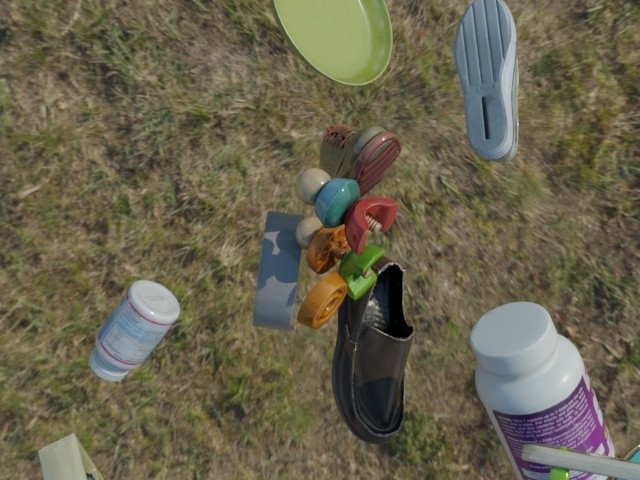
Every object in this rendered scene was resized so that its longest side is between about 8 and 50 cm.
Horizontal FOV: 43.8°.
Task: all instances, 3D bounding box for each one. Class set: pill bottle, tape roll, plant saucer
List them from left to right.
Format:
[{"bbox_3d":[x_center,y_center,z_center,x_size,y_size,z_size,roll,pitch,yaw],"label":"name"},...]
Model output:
[{"bbox_3d":[-0.296,0.145,1.248,0.087,0.087,0.160,38,113,-4],"label":"pill bottle"},{"bbox_3d":[-0.078,0.056,1.488,0.072,0.219,0.219,8,100,-2],"label":"tape roll"},{"bbox_3d":[0.011,-0.338,1.181,0.037,0.241,0.241,-19,101,47],"label":"plant saucer"},{"bbox_3d":[0.343,0.249,1.251,0.169,0.169,0.302,-24,117,6],"label":"pill bottle"}]

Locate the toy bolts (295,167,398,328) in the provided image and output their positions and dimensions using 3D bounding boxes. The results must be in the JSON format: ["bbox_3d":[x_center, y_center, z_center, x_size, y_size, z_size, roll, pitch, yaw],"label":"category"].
[{"bbox_3d":[0.000,0.000,1.278,0.158,0.218,0.229,35,138,19],"label":"toy bolts"}]

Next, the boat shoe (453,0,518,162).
[{"bbox_3d":[0.300,-0.282,1.418,0.109,0.094,0.302,-3,78,26],"label":"boat shoe"}]

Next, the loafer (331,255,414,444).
[{"bbox_3d":[0.101,0.196,1.474,0.133,0.130,0.366,-4,87,-30],"label":"loafer"}]

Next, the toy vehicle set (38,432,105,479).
[{"bbox_3d":[-0.173,0.318,0.684,0.035,0.267,0.166,-23,134,-12],"label":"toy vehicle set"}]

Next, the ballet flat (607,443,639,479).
[{"bbox_3d":[0.598,0.511,1.619,0.080,0.073,0.232,30,82,-19],"label":"ballet flat"}]

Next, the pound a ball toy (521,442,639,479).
[{"bbox_3d":[0.208,0.266,0.592,0.135,0.319,0.208,9,78,19],"label":"pound a ball toy"}]

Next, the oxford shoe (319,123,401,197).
[{"bbox_3d":[0.047,-0.146,1.391,0.123,0.348,0.130,-40,87,-10],"label":"oxford shoe"}]
